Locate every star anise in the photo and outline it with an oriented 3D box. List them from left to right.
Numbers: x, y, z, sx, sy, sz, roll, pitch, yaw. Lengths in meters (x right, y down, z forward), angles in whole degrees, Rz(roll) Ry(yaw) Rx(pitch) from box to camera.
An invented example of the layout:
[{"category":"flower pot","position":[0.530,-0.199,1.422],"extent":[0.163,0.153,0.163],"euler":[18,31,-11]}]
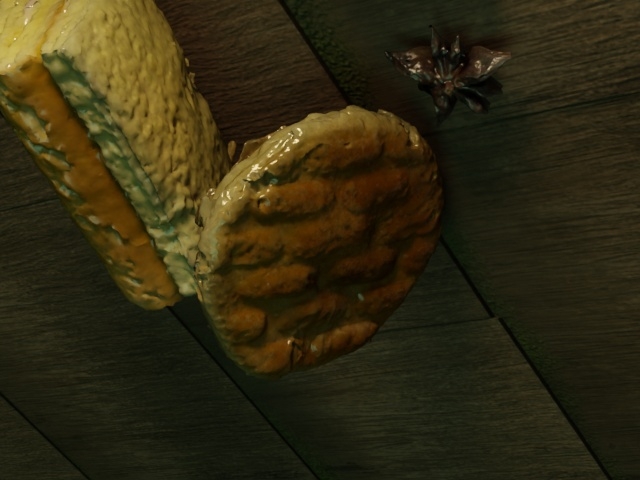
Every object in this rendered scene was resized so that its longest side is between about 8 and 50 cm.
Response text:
[{"category":"star anise","position":[0.146,-0.176,1.427],"extent":[0.129,0.056,0.124],"euler":[-14,129,38]}]

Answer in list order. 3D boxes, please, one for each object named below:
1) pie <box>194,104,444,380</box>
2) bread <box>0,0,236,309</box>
[{"category":"pie","position":[0.000,0.000,1.538],"extent":[0.083,0.339,0.339],"euler":[42,162,46]},{"category":"bread","position":[-0.212,-0.127,1.523],"extent":[0.165,0.237,0.375],"euler":[-10,130,19]}]
